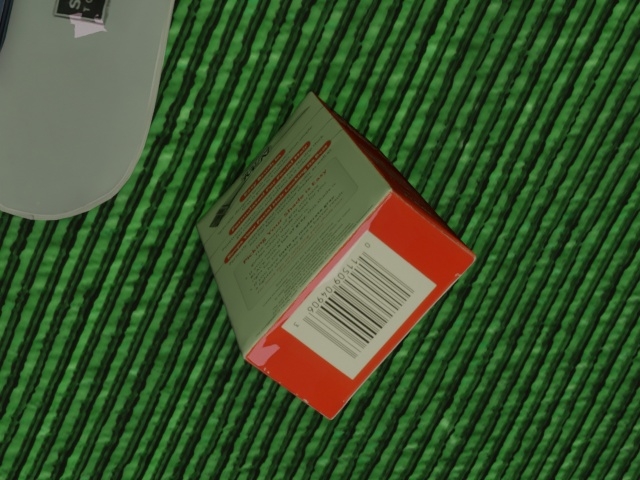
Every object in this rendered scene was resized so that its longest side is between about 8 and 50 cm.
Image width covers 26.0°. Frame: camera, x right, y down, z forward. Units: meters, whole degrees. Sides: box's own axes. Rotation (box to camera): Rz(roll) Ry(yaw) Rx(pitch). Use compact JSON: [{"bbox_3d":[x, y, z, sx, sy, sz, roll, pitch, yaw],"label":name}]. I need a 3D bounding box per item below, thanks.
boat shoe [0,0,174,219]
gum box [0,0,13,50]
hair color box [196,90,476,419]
[{"bbox_3d":[-0.084,-0.162,0.580,0.113,0.105,0.306,7,116,-20],"label":"boat shoe"},{"bbox_3d":[-0.187,-0.159,0.481,0.184,0.041,0.157,14,116,-10],"label":"gum box"},{"bbox_3d":[0.000,0.000,0.627,0.053,0.167,0.093,38,98,-22],"label":"hair color box"}]
